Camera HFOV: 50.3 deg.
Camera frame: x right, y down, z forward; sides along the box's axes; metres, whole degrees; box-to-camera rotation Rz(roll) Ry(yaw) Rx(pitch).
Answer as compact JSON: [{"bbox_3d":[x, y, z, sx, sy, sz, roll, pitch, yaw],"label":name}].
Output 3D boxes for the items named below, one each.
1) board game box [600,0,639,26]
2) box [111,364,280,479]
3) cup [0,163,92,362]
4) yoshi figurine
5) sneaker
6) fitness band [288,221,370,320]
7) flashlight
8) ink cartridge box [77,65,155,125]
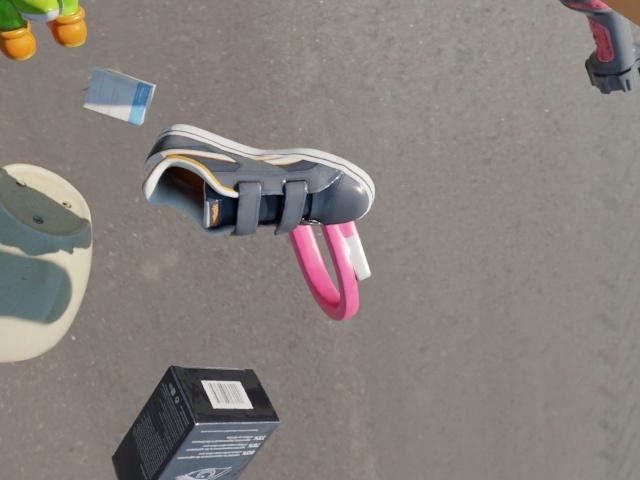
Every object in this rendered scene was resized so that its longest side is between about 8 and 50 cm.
[{"bbox_3d":[0.269,-0.409,0.438,0.356,0.356,0.356,-40,142,8],"label":"board game box"},{"bbox_3d":[-0.184,0.291,0.992,0.153,0.108,0.207,14,120,-44],"label":"box"},{"bbox_3d":[-0.532,0.007,1.177,0.331,0.331,0.237,21,125,-39],"label":"cup"},{"bbox_3d":[-0.463,-0.464,1.005,0.362,0.203,0.203,103,0,-54],"label":"yoshi figurine"},{"bbox_3d":[-0.089,-0.061,0.946,0.321,0.127,0.126,12,134,2],"label":"sneaker"},{"bbox_3d":[0.000,0.000,1.199,0.054,0.209,0.290,-19,94,-22],"label":"fitness band"},{"bbox_3d":[0.465,-0.363,1.148,0.103,0.103,0.304,-41,141,5],"label":"flashlight"},{"bbox_3d":[-0.443,-0.317,1.479,0.143,0.092,0.089,18,102,-12],"label":"ink cartridge box"}]
